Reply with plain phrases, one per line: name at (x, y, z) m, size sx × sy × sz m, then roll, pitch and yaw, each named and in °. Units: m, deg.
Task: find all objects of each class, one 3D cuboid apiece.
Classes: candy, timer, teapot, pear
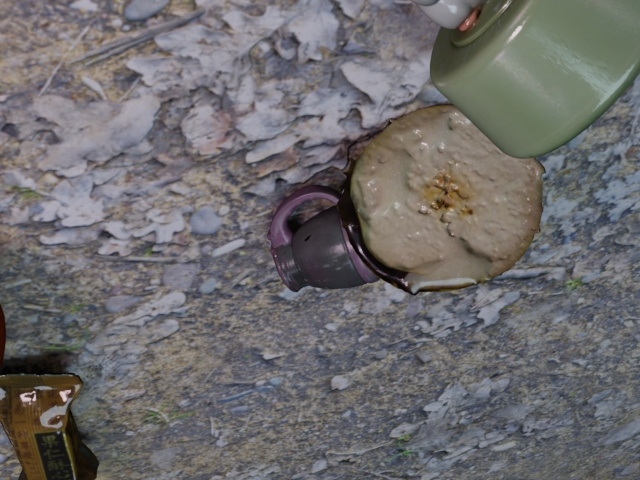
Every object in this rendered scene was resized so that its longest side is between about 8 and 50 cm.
candy at (-0.405, 0.278, 1.561) m, size 0.143 × 0.101 × 0.271 m, roll -8°, pitch 133°, yaw -6°
timer at (0.162, -0.280, 1.075) m, size 0.315 × 0.290 × 0.290 m, roll 31°, pitch 122°, yaw -16°
teapot at (0.002, 0.009, 1.414) m, size 0.146 × 0.116 × 0.148 m, roll -18°, pitch 147°, yaw 17°
pear at (0.156, -0.028, 1.371) m, size 0.267 × 0.266 × 0.178 m, roll -17°, pitch 158°, yaw -4°

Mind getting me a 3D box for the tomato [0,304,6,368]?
tomato at (-0.498, 0.126, 1.245) m, size 0.256 × 0.224 × 0.255 m, roll -15°, pitch 141°, yaw -13°
